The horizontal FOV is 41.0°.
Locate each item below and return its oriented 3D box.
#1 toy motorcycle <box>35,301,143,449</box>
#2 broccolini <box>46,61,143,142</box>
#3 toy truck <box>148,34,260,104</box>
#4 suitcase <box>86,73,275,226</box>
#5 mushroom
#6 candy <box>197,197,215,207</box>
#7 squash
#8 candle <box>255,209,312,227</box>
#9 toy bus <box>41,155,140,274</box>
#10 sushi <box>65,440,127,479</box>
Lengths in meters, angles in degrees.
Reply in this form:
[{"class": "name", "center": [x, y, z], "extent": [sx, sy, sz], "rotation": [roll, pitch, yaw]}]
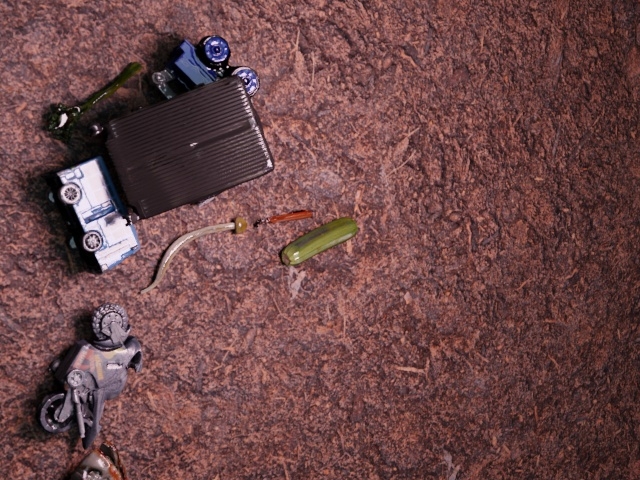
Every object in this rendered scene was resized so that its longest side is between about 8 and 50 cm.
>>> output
[{"class": "toy motorcycle", "center": [-0.483, 0.292, 1.853], "extent": [0.173, 0.108, 0.307], "rotation": [37, 76, -36]}, {"class": "broccolini", "center": [-0.491, -0.309, 1.853], "extent": [0.057, 0.071, 0.254], "rotation": [34, 61, 13]}, {"class": "toy truck", "center": [-0.257, -0.348, 1.919], "extent": [0.213, 0.161, 0.177], "rotation": [45, 74, -16]}, {"class": "suitcase", "center": [-0.282, -0.192, 1.802], "extent": [0.335, 0.152, 0.229], "rotation": [-21, 97, 0]}, {"class": "mushroom", "center": [-0.302, 0.019, 1.996], "extent": [0.306, 0.043, 0.068], "rotation": [-32, 85, -26]}, {"class": "candy", "center": [-0.278, -0.191, 1.985], "extent": [0.094, 0.051, 0.226], "rotation": [-9, 97, -38]}, {"class": "squash", "center": [0.000, 0.000, 2.175], "extent": [0.229, 0.066, 0.066], "rotation": [-27, 108, -30]}, {"class": "candle", "center": [-0.093, -0.057, 2.136], "extent": [0.167, 0.021, 0.026], "rotation": [-11, 120, -33]}, {"class": "toy bus", "center": [-0.482, -0.054, 1.820], "extent": [0.133, 0.116, 0.234], "rotation": [-30, 108, -32]}, {"class": "sushi", "center": [-0.482, 0.605, 1.865], "extent": [0.130, 0.124, 0.332], "rotation": [-16, 101, -43]}]
